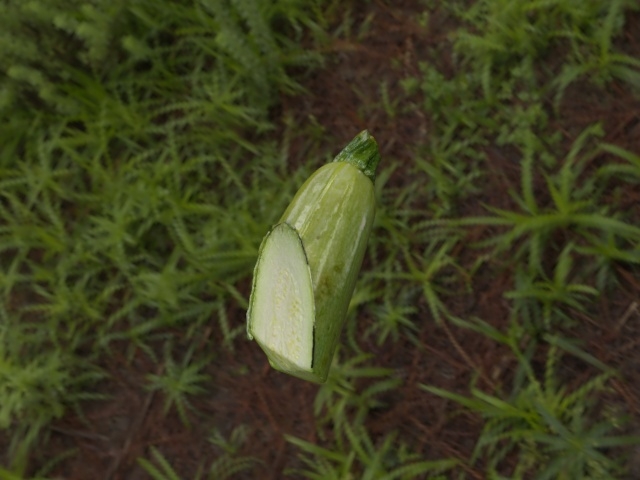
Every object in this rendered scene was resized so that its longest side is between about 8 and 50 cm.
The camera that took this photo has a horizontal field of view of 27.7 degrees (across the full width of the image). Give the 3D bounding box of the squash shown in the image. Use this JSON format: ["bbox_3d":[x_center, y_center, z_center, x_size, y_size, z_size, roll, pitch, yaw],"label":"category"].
[{"bbox_3d":[-0.003,0.000,0.971,0.090,0.075,0.200,157,132,-71],"label":"squash"}]
